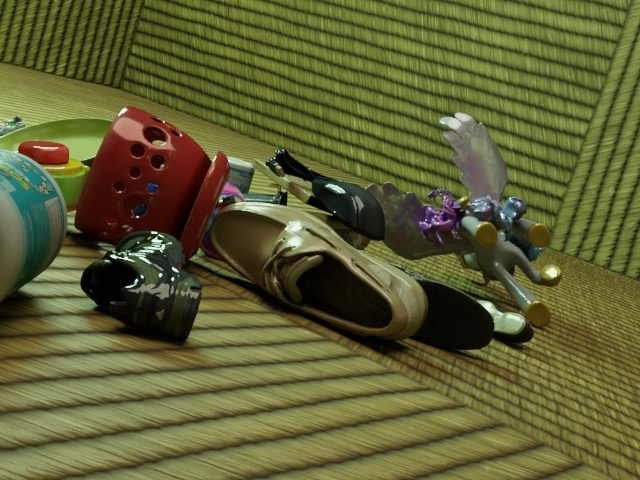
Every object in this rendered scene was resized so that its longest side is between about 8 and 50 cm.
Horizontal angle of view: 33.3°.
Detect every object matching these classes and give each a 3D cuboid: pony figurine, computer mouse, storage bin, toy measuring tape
[{"bbox_3d":[0.286,-0.024,1.994,0.351,0.303,0.363,54,-6,-18],"label":"pony figurine"},{"bbox_3d":[0.012,-0.094,1.840,0.184,0.060,0.262,23,14,-30],"label":"computer mouse"},{"bbox_3d":[-0.113,-0.057,1.960,0.091,0.098,0.135,7,8,3],"label":"storage bin"},{"bbox_3d":[-0.407,-0.068,1.410,0.121,0.121,0.330,20,18,22],"label":"toy measuring tape"}]

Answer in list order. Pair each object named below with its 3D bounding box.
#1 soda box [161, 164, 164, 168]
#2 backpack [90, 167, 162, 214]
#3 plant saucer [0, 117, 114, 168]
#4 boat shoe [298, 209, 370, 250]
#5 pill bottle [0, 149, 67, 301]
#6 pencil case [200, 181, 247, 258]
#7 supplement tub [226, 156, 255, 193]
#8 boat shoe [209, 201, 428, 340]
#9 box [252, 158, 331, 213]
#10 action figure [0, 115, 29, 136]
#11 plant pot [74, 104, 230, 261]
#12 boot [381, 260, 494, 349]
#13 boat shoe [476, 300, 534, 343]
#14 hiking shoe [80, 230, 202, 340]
[{"bbox_3d":[-0.324,-0.105,1.904,0.216,0.069,0.074,10,11,-41],"label":"soda box"},{"bbox_3d":[-0.313,-0.089,1.730,0.101,0.098,0.120,27,12,31],"label":"backpack"},{"bbox_3d":[-0.442,-0.149,1.795,0.241,0.037,0.241,-4,25,2],"label":"plant saucer"},{"bbox_3d":[0.000,0.000,1.866,0.104,0.089,0.285,5,-3,33],"label":"boat shoe"},{"bbox_3d":[-0.336,-0.013,1.049,0.146,0.146,0.264,17,8,-3],"label":"pill bottle"},{"bbox_3d":[-0.160,-0.037,1.708,0.104,0.104,0.236,15,7,-11],"label":"pencil case"},{"bbox_3d":[-0.171,-0.101,2.041,0.071,0.107,0.071,16,9,-2],"label":"supplement tub"},{"bbox_3d":[-0.021,0.034,1.441,0.341,0.122,0.110,22,9,24],"label":"boat shoe"},{"bbox_3d":[-0.016,-0.089,1.992,0.164,0.021,0.201,20,11,-40],"label":"box"},{"bbox_3d":[-0.591,-0.207,2.076,0.232,0.063,0.137,9,14,-23],"label":"action figure"},{"bbox_3d":[-0.230,-0.071,1.499,0.174,0.191,0.191,23,8,-7],"label":"plant pot"},{"bbox_3d":[0.142,0.085,1.560,0.236,0.085,0.178,18,6,9],"label":"boot"},{"bbox_3d":[0.278,0.130,1.682,0.133,0.049,0.042,17,-22,51],"label":"boat shoe"},{"bbox_3d":[-0.211,0.034,1.192,0.114,0.086,0.227,16,9,-28],"label":"hiking shoe"}]
